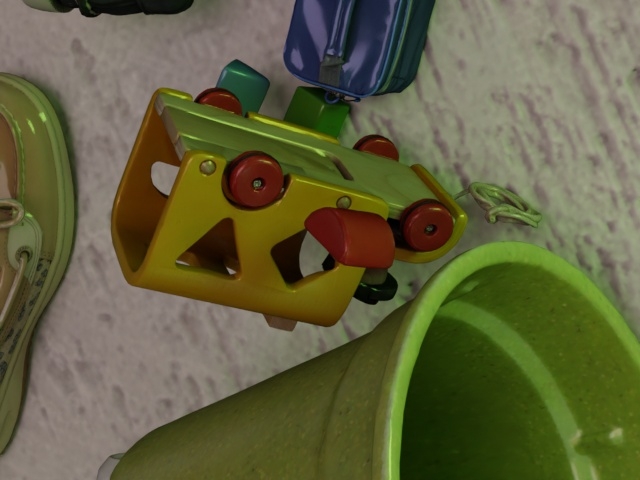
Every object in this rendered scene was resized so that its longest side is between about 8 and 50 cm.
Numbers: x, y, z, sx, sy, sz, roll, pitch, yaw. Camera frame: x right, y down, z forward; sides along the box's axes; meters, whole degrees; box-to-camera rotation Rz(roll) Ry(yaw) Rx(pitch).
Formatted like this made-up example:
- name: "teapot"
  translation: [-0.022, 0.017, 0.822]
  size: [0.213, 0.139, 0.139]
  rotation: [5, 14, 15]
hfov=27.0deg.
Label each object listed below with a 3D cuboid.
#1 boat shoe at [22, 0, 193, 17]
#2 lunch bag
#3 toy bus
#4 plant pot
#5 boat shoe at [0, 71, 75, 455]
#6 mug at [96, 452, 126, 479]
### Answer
- name: "boat shoe"
  translation: [-0.087, -0.289, 0.747]
  size: [0.113, 0.127, 0.340]
  rotation: [14, 97, 9]
- name: "lunch bag"
  translation: [0.020, -0.125, 0.751]
  size: [0.067, 0.065, 0.098]
  rotation: [19, 105, 22]
- name: "toy bus"
  translation: [-0.012, -0.005, 0.715]
  size: [0.202, 0.191, 0.104]
  rotation: [31, 111, 18]
- name: "plant pot"
  translation: [0.024, 0.165, 0.705]
  size: [0.253, 0.276, 0.276]
  rotation: [-19, 90, 38]
- name: "boat shoe"
  translation: [-0.237, 0.031, 0.881]
  size: [0.104, 0.089, 0.285]
  rotation: [16, 104, 23]
- name: "mug"
  translation: [-0.115, 0.173, 0.873]
  size: [0.062, 0.078, 0.064]
  rotation: [0, 89, 58]
